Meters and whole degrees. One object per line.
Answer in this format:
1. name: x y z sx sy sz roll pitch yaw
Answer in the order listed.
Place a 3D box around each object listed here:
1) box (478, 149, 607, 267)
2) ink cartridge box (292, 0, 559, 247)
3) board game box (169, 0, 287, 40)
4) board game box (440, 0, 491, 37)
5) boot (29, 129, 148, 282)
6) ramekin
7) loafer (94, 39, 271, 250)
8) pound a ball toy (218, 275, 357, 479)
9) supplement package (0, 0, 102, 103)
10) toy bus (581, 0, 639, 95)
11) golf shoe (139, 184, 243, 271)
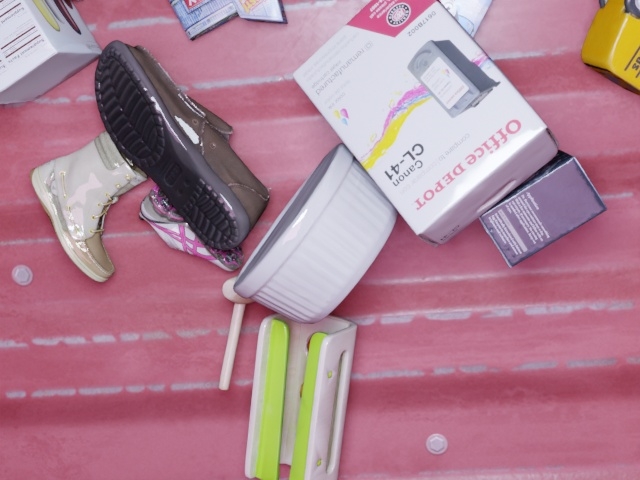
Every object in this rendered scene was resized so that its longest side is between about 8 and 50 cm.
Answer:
1. box: 0.317 -0.051 1.336 0.158 0.156 0.093 -32 94 11
2. ink cartridge box: 0.143 -0.180 1.256 0.226 0.131 0.306 -41 69 12
3. board game box: -0.141 -0.391 1.374 0.194 0.060 0.194 -28 95 10
4. board game box: 0.168 -0.360 1.355 0.160 0.039 0.211 27 102 1
5. boot: -0.344 -0.055 1.451 0.165 0.077 0.213 -28 93 9
6. ramekin: 0.000 0.000 1.328 0.127 0.273 0.273 36 102 -8
7. loafer: -0.212 -0.152 1.408 0.134 0.130 0.366 -35 89 43
8. pound a ball toy: -0.054 0.223 1.460 0.208 0.136 0.319 13 103 30
9. supplement package: -0.464 -0.327 1.353 0.149 0.194 0.203 -30 96 11
10. toy bus: 0.498 -0.375 1.271 0.130 0.108 0.332 27 102 -13
11. golf shoe: -0.206 -0.012 1.457 0.186 0.067 0.086 40 134 -6
